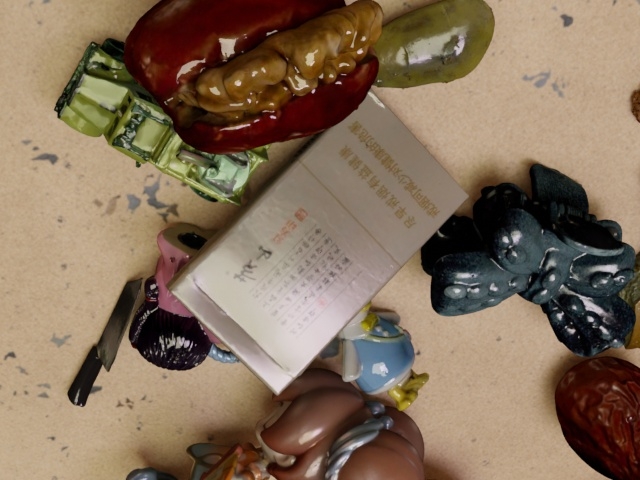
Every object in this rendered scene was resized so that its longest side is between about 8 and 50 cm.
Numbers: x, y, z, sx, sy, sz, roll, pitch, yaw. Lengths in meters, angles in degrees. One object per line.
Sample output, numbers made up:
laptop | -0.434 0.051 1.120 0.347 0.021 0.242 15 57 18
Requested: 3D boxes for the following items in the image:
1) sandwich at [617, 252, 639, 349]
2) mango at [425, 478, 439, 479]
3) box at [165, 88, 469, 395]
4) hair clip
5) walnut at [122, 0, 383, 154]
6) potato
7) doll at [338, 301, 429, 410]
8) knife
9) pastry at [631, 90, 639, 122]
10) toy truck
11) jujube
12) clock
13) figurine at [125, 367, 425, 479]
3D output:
sandwich | 0.491 0.049 1.433 0.088 0.090 0.244 34 106 -24
mango | 0.186 0.464 1.555 0.187 0.138 0.257 -29 138 8
box | 0.000 0.001 1.285 0.365 0.051 0.204 -46 105 -7
hair clip | 0.299 0.026 1.357 0.310 0.194 0.206 17 124 -18
walnut | -0.067 -0.201 1.129 0.269 0.244 0.221 -33 121 -24
potato | 0.128 -0.243 1.246 0.188 0.085 0.105 -12 114 3
doll | 0.059 0.127 1.389 0.135 0.099 0.241 -35 106 -14
knife | -0.294 0.144 1.385 0.028 0.060 0.230 14 113 -38
pastry | 0.493 -0.215 1.322 0.087 0.063 0.169 30 109 -17
toy truck | -0.189 -0.137 1.223 0.259 0.135 0.128 29 108 -16
jujube | 0.441 0.273 1.452 0.168 0.236 0.168 -7 120 -12
clock | -0.153 0.091 1.356 0.194 0.100 0.195 15 113 -16
figurine | -0.056 0.338 1.415 0.388 0.276 0.248 -34 91 6
